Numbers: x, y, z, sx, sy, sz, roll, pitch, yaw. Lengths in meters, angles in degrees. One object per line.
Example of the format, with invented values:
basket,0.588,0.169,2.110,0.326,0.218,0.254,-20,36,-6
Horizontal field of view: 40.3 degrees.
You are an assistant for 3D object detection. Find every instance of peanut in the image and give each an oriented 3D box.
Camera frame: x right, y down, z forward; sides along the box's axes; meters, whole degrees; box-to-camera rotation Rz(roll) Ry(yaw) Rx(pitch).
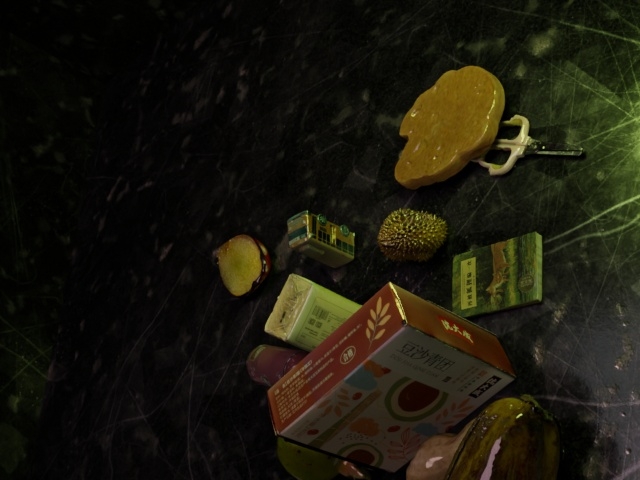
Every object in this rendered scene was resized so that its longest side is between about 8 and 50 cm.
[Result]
peanut,0.279,0.436,1.770,0.263,0.101,0.117,-35,64,32

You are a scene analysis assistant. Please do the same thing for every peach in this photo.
peach,-0.227,0.077,2.642,0.279,0.068,0.189,33,102,52

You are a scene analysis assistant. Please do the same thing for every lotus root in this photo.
lotus root,0.325,0.476,1.609,0.398,0.196,0.179,-64,25,-2

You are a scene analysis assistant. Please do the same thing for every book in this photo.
book,0.386,0.083,1.924,0.228,0.024,0.160,-19,57,43

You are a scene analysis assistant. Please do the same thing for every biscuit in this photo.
biscuit,0.319,-0.287,2.195,0.351,0.057,0.312,-40,37,32

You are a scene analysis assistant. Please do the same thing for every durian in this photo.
durian,0.212,-0.010,2.093,0.158,0.168,0.137,-46,54,49

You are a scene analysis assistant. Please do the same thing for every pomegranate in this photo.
pomegranate,0.009,0.469,2.005,0.246,0.198,0.198,16,81,51

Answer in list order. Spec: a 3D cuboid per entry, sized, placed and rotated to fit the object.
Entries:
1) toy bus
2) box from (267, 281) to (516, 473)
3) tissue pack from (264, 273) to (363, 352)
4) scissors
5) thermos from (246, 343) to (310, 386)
toy bus,0.000,0.000,2.314,0.091,0.182,0.103,-26,52,40
box,0.145,0.301,1.811,0.385,0.344,0.122,-44,39,24
tissue pack,0.004,0.200,2.140,0.125,0.234,0.159,20,84,55
scissors,0.474,-0.213,2.002,0.317,0.024,0.160,16,79,54
thermos,-0.072,0.343,2.210,0.330,0.109,0.136,-4,99,62
